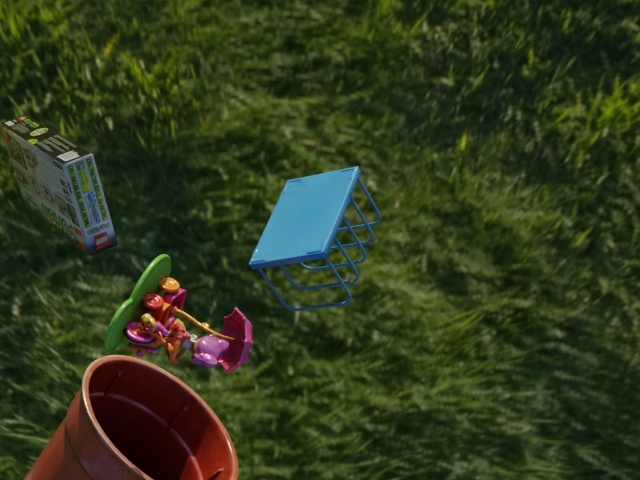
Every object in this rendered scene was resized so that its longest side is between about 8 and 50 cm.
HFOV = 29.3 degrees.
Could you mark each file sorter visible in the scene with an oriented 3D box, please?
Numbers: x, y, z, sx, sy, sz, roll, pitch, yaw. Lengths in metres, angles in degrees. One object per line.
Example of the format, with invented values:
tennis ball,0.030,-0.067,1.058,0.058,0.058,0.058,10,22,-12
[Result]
file sorter,0.000,0.000,1.680,0.118,0.104,0.170,-9,40,31

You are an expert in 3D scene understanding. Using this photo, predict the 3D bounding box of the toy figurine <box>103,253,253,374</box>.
toy figurine,-0.166,0.116,1.554,0.159,0.173,0.130,24,118,9

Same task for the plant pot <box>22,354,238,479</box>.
plant pot,-0.308,0.357,1.799,0.272,0.272,0.265,45,109,8

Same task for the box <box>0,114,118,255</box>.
box,-0.303,-0.067,1.402,0.036,0.207,0.114,-24,119,-25
